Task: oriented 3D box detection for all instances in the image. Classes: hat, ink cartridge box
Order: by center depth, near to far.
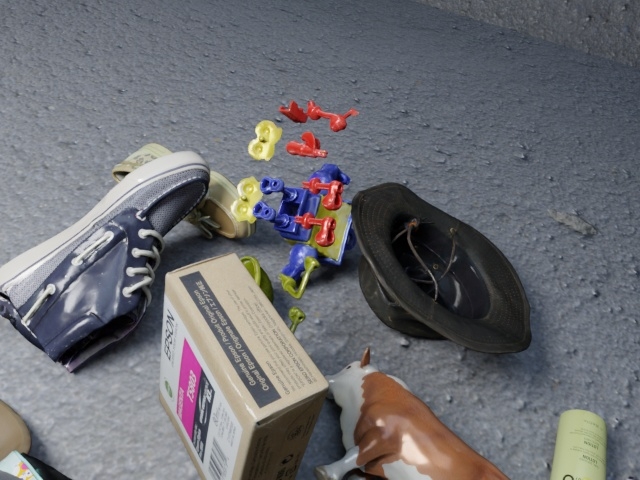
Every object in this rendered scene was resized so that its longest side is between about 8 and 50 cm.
[{"bbox_3d":[-0.097,0.166,0.625,0.088,0.235,0.193,-18,50,-33],"label":"ink cartridge box"},{"bbox_3d":[0.154,0.069,0.864,0.331,0.134,0.331,25,34,-19],"label":"hat"}]

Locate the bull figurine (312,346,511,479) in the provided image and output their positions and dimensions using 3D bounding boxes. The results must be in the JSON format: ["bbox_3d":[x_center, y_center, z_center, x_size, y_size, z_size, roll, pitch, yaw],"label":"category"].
[{"bbox_3d":[0.102,0.267,0.678,0.310,0.101,0.188,33,48,23],"label":"bull figurine"}]

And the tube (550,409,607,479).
[{"bbox_3d":[0.318,0.324,0.710,0.070,0.062,0.240,-10,33,36],"label":"tube"}]

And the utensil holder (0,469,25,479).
[{"bbox_3d":[-0.273,0.329,0.228,0.385,0.328,0.328,-32,55,-11],"label":"utensil holder"}]

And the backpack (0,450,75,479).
[{"bbox_3d":[-0.250,0.281,0.489,0.165,0.189,0.144,39,46,24],"label":"backpack"}]

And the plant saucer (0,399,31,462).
[{"bbox_3d":[-0.426,0.176,0.550,0.277,0.041,0.278,23,-3,1],"label":"plant saucer"}]

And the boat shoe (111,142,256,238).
[{"bbox_3d":[-0.227,-0.070,0.959,0.285,0.105,0.089,27,46,29],"label":"boat shoe"}]

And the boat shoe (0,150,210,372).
[{"bbox_3d":[-0.256,0.028,0.782,0.340,0.127,0.158,-40,68,-15],"label":"boat shoe"}]

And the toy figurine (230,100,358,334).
[{"bbox_3d":[0.000,0.000,0.869,0.191,0.363,0.217,6,-12,39],"label":"toy figurine"}]
